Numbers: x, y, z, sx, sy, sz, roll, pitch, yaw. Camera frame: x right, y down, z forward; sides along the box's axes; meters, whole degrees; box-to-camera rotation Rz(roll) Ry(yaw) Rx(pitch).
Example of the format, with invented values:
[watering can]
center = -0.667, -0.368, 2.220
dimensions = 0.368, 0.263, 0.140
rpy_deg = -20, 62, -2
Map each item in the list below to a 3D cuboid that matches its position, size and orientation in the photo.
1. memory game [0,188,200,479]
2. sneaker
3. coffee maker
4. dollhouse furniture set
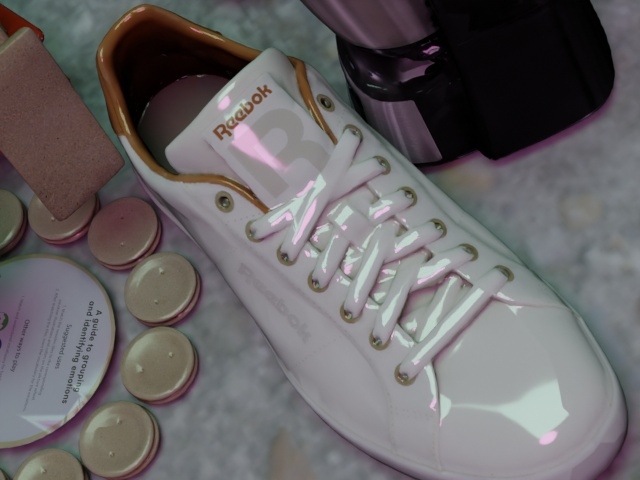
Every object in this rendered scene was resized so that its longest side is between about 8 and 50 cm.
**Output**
[memory game]
center = -0.141, 0.052, 0.759
dimensions = 0.186, 0.012, 0.186
rpy_deg = -8, 61, 15
[sneaker]
center = 0.000, 0.000, 0.672
dimensions = 0.290, 0.123, 0.106
rpy_deg = 38, 79, 30
[coffee maker]
center = 0.068, -0.120, 0.674
dimensions = 0.171, 0.178, 0.120
rpy_deg = -4, 64, 20
[dollhouse furniture set]
center = -0.246, -0.028, 0.772
dimensions = 0.259, 0.135, 0.262
rpy_deg = -44, 45, -11
